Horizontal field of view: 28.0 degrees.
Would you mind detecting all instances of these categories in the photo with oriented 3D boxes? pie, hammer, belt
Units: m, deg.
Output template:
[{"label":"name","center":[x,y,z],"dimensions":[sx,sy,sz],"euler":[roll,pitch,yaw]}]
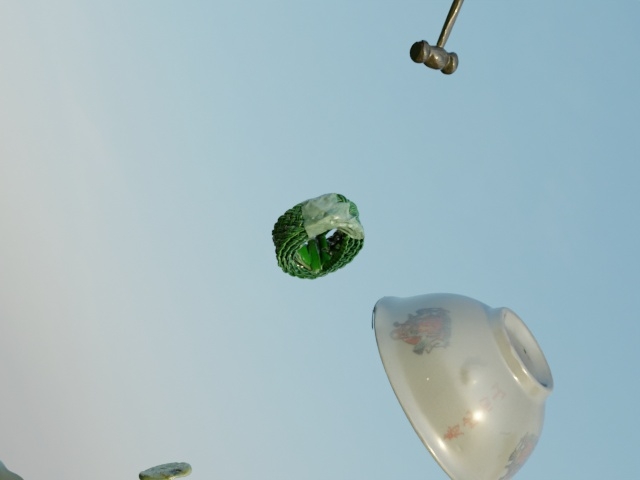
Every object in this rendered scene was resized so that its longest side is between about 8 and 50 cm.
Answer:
[{"label":"pie","center":[-0.242,0.362,1.999],"dimensions":[0.085,0.085,0.017],"euler":[180,-99,-71]},{"label":"hammer","center":[0.182,-0.337,1.492],"dimensions":[0.029,0.058,0.292],"euler":[33,-76,56]},{"label":"belt","center":[0.000,0.000,1.954],"dimensions":[0.121,0.151,0.079],"euler":[37,26,-40]}]

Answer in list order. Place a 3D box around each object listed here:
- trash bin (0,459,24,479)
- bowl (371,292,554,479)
[{"label":"trash bin","center":[-0.434,0.313,1.338],"dimensions":[0.214,0.334,0.214],"euler":[-29,-129,43]},{"label":"bowl","center":[0.235,0.193,1.860],"dimensions":[0.345,0.157,0.345],"euler":[46,23,-26]}]
